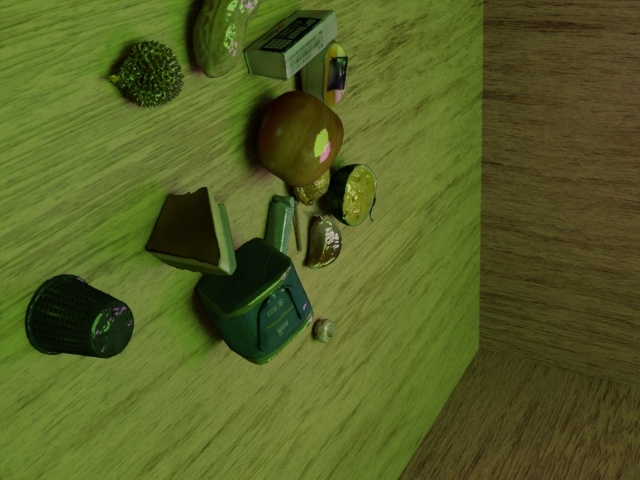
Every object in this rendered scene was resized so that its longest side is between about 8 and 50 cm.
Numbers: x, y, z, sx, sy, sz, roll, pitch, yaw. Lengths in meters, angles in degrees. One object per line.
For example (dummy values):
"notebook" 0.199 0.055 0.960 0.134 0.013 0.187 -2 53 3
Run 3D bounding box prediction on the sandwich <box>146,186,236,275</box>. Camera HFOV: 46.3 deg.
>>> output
"sandwich" -0.273 -0.022 1.758 0.108 0.220 0.186 45 61 -55

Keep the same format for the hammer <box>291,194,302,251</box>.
"hammer" -0.069 -0.055 2.322 0.060 0.028 0.195 -52 145 -50

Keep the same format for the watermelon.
"watermelon" 0.092 -0.153 2.458 0.232 0.127 0.204 -12 110 -57

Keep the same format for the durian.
"durian" -0.365 -0.354 1.603 0.208 0.102 0.146 -18 121 -54

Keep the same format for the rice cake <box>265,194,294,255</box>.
"rice cake" -0.132 0.034 2.192 0.063 0.066 0.336 -5 105 -69

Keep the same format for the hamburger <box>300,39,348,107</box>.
"hamburger" 0.008 -0.494 2.214 0.173 0.116 0.210 -28 128 -45

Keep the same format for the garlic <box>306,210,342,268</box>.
"garlic" 0.007 -0.010 2.408 0.128 0.090 0.198 -18 120 -44

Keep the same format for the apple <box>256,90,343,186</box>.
"apple" -0.065 -0.272 2.057 0.241 0.242 0.242 -61 149 -6

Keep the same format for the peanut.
"peanut" -0.219 -0.535 1.767 0.149 0.149 0.313 19 85 -61

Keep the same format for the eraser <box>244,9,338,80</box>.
"eraser" -0.073 -0.538 2.028 0.287 0.130 0.086 -52 144 -41

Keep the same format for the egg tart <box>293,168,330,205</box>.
"egg tart" -0.023 -0.197 2.273 0.191 0.074 0.191 2 90 -65

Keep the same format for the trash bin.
"trash bin" -0.477 0.166 1.523 0.175 0.161 0.175 -25 120 -54

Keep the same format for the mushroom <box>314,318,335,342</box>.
"mushroom" 0.017 0.308 2.552 0.083 0.067 0.083 -44 144 -46

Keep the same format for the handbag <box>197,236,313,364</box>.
"handbag" -0.168 0.164 1.995 0.263 0.222 0.241 -44 137 -20
